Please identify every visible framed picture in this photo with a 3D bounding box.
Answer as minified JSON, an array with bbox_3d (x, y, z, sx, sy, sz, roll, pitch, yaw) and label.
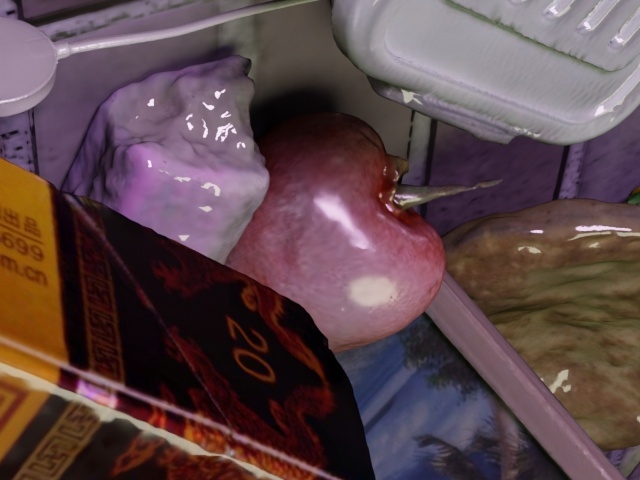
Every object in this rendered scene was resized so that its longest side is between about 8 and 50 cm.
[{"bbox_3d":[-0.010,0.159,0.819,0.315,0.232,0.024,-49,156,19],"label":"framed picture"}]

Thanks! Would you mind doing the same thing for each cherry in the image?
[{"bbox_3d":[0.001,0.005,0.752,0.126,0.106,0.087,-58,166,26],"label":"cherry"}]

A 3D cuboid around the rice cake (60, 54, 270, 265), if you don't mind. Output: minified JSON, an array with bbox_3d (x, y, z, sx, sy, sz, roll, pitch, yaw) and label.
[{"bbox_3d":[-0.126,0.085,0.782,0.070,0.064,0.399,4,130,-33],"label":"rice cake"}]

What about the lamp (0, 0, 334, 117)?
[{"bbox_3d":[-0.059,-0.073,0.660,0.198,0.050,0.056,-15,142,-24],"label":"lamp"}]

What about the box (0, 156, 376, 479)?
[{"bbox_3d":[-0.219,0.068,0.538,0.415,0.116,0.264,26,115,-28],"label":"box"}]

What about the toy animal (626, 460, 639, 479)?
[{"bbox_3d":[0.226,0.202,1.146,0.302,0.225,0.284,-3,117,-20],"label":"toy animal"}]

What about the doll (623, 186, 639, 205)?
[{"bbox_3d":[0.181,-0.009,0.930,0.078,0.076,0.113,-3,110,-73],"label":"doll"}]

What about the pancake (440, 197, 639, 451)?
[{"bbox_3d":[0.121,0.048,0.878,0.222,0.042,0.236,1,149,7],"label":"pancake"}]

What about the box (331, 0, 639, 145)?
[{"bbox_3d":[0.091,-0.168,0.593,0.163,0.135,0.243,13,125,-44],"label":"box"}]
